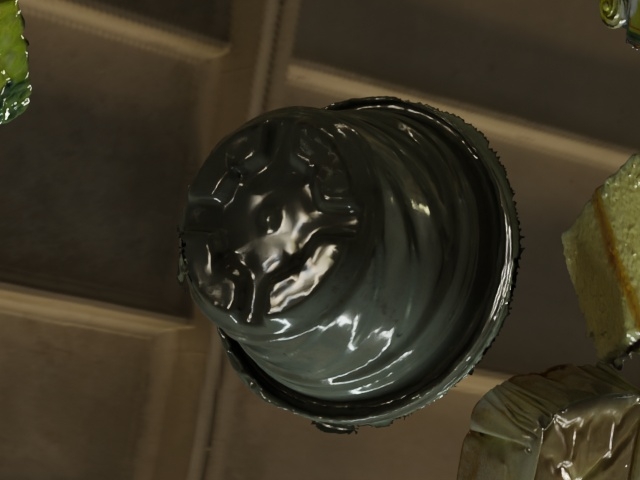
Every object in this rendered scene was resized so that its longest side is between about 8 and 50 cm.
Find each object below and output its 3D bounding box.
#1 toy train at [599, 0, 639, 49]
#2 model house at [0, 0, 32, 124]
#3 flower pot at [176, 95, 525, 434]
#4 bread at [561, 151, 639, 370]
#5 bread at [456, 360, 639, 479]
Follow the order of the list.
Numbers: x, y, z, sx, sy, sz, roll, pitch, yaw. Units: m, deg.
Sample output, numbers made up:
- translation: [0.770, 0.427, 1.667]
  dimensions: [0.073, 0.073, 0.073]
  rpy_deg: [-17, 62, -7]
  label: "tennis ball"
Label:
- translation: [0.232, -0.221, 0.924]
  dimensions: [0.060, 0.081, 0.202]
  rpy_deg: [-10, -64, -20]
  label: "toy train"
- translation: [-0.371, -0.148, 1.116]
  dimensions: [0.211, 0.194, 0.170]
  rpy_deg: [-37, -34, -38]
  label: "model house"
- translation: [0.000, 0.000, 0.899]
  dimensions: [0.140, 0.235, 0.235]
  rpy_deg: [24, -107, -54]
  label: "flower pot"
- translation: [0.317, -0.003, 1.329]
  dimensions: [0.142, 0.266, 0.178]
  rpy_deg: [42, -111, 6]
  label: "bread"
- translation: [0.231, 0.232, 1.403]
  dimensions: [0.192, 0.110, 0.209]
  rpy_deg: [-7, -67, -34]
  label: "bread"
